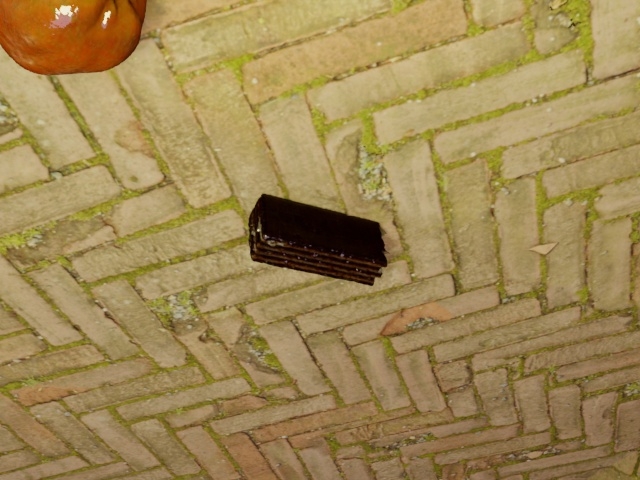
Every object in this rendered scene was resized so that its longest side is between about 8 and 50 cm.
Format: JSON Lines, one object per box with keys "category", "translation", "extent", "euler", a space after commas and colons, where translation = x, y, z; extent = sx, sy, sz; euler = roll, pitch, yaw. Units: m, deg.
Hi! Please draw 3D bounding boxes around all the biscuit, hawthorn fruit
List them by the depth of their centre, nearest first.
{"category": "hawthorn fruit", "translation": [-0.305, -0.280, 0.920], "extent": [0.189, 0.189, 0.189], "euler": [-4, 139, -4]}
{"category": "biscuit", "translation": [0.000, 0.000, 1.334], "extent": [0.252, 0.106, 0.070], "euler": [12, 134, -22]}
